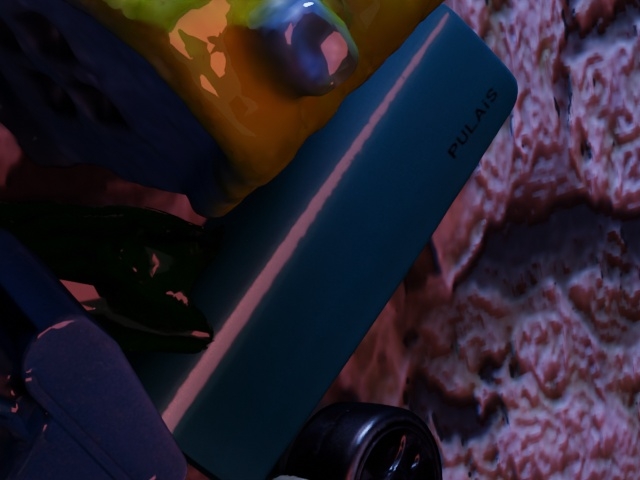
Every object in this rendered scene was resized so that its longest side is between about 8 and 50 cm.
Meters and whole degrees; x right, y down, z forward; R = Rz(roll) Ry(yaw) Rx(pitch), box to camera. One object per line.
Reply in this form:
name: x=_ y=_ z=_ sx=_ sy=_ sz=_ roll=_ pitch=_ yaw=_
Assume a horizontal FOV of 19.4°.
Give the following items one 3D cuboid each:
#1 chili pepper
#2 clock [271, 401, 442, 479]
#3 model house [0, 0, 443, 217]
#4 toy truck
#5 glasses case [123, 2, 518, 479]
chili pepper: x=-0.152 y=0.021 z=1.005 sx=0.224 sy=0.061 sz=0.098 roll=-6 pitch=68 yaw=-21
clock: x=0.016 y=0.310 z=1.106 sx=0.276 sy=0.120 sz=0.379 roll=-39 pitch=118 yaw=-44
model house: x=-0.042 y=-0.147 z=0.920 sx=0.237 sy=0.303 sz=0.215 roll=-46 pitch=125 yaw=-17
toy truck: x=-0.220 y=0.174 z=0.913 sx=0.175 sy=0.146 sz=0.367 roll=31 pitch=96 yaw=-36
glasses case: x=0.002 y=0.001 z=1.100 sx=0.117 sy=0.070 sz=0.301 roll=40 pitch=77 yaw=-30
